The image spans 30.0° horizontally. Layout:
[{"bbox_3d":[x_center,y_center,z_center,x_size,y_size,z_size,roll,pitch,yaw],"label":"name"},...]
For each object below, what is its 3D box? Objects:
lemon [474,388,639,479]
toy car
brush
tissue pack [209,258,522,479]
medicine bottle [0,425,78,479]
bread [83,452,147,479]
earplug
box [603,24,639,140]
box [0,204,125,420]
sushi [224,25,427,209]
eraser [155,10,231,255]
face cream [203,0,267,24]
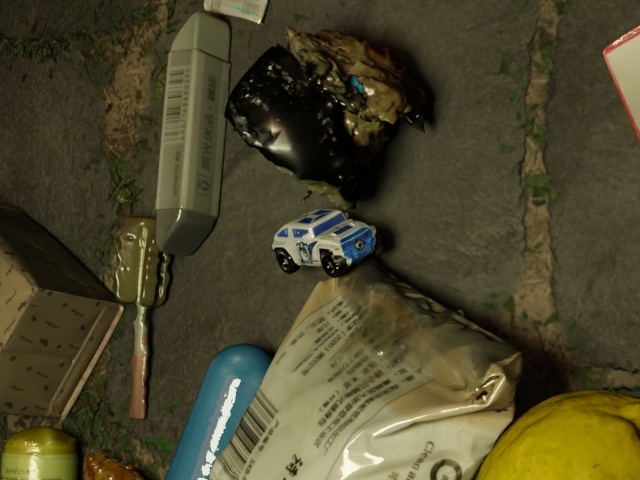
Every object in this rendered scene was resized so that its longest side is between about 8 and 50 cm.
[{"bbox_3d":[0.272,0.306,1.230,0.316,0.285,0.285,-47,56,46],"label":"lemon"},{"bbox_3d":[0.000,0.000,1.555,0.170,0.080,0.070,4,117,54],"label":"toy car"},{"bbox_3d":[-0.266,0.115,1.766,0.084,0.071,0.301,3,89,32],"label":"brush"},{"bbox_3d":[0.042,0.226,1.412,0.375,0.195,0.390,-62,30,5],"label":"tissue pack"},{"bbox_3d":[-0.423,0.400,1.793,0.124,0.124,0.239,-7,77,34],"label":"medicine bottle"},{"bbox_3d":[-0.257,0.392,1.700,0.233,0.076,0.105,52,123,23],"label":"bread"},{"bbox_3d":[-0.129,0.271,1.604,0.132,0.132,0.273,17,88,36],"label":"earplug"},{"bbox_3d":[0.496,-0.090,1.105,0.300,0.312,0.314,-30,65,30],"label":"box"},{"bbox_3d":[-0.493,0.103,1.851,0.297,0.190,0.225,37,102,34],"label":"box"},{"bbox_3d":[0.009,-0.174,1.528,0.219,0.225,0.238,-44,82,4],"label":"sushi"},{"bbox_3d":[-0.186,-0.154,1.738,0.061,0.089,0.352,-1,82,33],"label":"eraser"},{"bbox_3d":[-0.126,-0.346,1.770,0.115,0.020,0.038,17,91,35],"label":"face cream"}]
